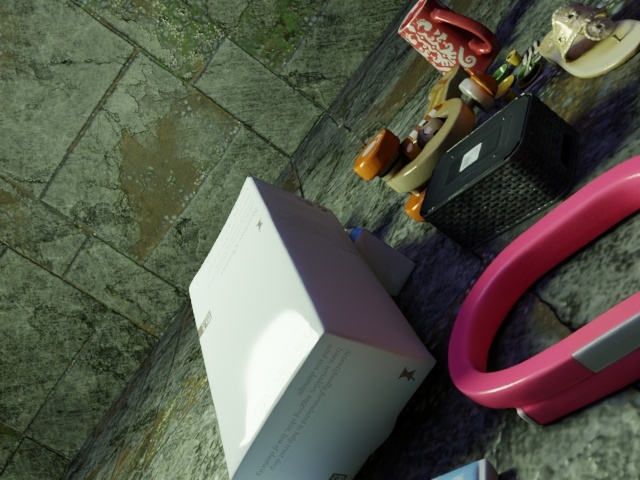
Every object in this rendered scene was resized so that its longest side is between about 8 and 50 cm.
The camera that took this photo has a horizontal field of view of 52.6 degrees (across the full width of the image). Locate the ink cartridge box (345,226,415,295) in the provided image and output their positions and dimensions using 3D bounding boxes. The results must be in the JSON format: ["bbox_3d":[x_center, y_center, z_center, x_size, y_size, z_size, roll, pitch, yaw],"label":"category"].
[{"bbox_3d":[0.059,0.034,1.024,0.060,0.104,0.180,-59,15,-11],"label":"ink cartridge box"}]

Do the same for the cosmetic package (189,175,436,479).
[{"bbox_3d":[-0.038,0.102,0.830,0.217,0.156,0.385,-60,27,16],"label":"cosmetic package"}]

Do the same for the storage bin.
[{"bbox_3d":[0.218,-0.082,0.805,0.180,0.084,0.122,-37,23,49],"label":"storage bin"}]

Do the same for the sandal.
[{"bbox_3d":[0.337,-0.281,0.874,0.088,0.079,0.240,-52,14,12],"label":"sandal"}]

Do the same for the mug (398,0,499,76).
[{"bbox_3d":[0.252,-0.393,1.233,0.150,0.169,0.113,-39,20,49],"label":"mug"}]

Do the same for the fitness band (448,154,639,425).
[{"bbox_3d":[0.228,0.041,0.566,0.291,0.054,0.209,-44,15,36],"label":"fitness band"}]

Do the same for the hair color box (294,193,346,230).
[{"bbox_3d":[0.000,0.000,1.165,0.053,0.167,0.093,-47,16,32],"label":"hair color box"}]

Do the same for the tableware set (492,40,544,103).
[{"bbox_3d":[0.311,-0.267,1.047,0.104,0.024,0.154,-45,17,37],"label":"tableware set"}]

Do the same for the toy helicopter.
[{"bbox_3d":[0.204,-0.210,1.058,0.235,0.140,0.355,-44,13,38],"label":"toy helicopter"}]

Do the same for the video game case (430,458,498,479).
[{"bbox_3d":[0.047,0.275,0.494,0.193,0.023,0.212,-33,10,24],"label":"video game case"}]
